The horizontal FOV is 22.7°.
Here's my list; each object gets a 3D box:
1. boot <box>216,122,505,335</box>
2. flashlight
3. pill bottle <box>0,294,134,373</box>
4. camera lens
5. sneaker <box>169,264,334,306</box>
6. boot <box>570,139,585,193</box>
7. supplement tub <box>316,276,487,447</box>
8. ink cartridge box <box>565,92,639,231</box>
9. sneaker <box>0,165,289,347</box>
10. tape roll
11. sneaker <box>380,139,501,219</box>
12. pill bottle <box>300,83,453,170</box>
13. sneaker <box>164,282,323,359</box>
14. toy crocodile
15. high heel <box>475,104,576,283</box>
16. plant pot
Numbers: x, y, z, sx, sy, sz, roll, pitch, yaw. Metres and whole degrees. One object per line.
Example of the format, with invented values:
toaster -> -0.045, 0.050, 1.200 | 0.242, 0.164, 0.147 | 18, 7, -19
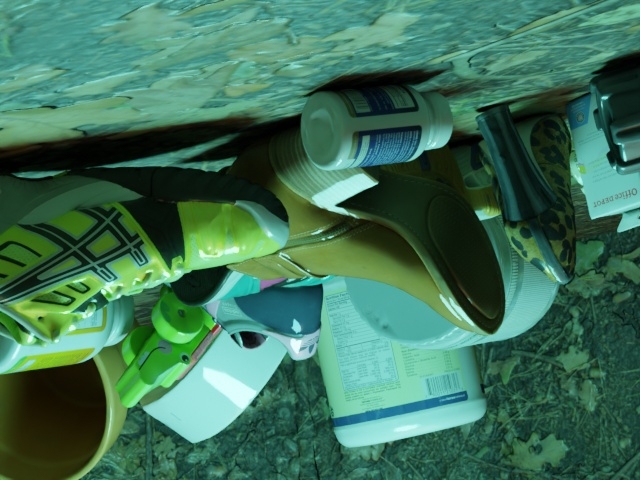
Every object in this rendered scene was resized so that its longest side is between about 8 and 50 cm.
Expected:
boot -> 0.021, 0.012, 1.509 | 0.220, 0.109, 0.283 | -25, 125, 39
flashlight -> 0.411, -0.148, 1.498 | 0.304, 0.103, 0.103 | -16, -142, 4
pill bottle -> -0.346, 0.092, 2.003 | 0.136, 0.136, 0.245 | -15, 173, 29
camera lens -> 0.180, 0.031, 2.114 | 0.219, 0.219, 0.274 | -15, 173, 29
sneaker -> -0.020, -0.019, 1.704 | 0.178, 0.124, 0.295 | -16, 171, -41
boot -> 0.374, -0.106, 1.842 | 0.203, 0.095, 0.262 | -14, 177, 31
supplement tub -> 0.105, 0.130, 2.394 | 0.235, 0.325, 0.235 | -12, 174, -1
ink cartridge box -> 0.326, -0.087, 1.639 | 0.090, 0.143, 0.092 | -9, 174, -29
sneaker -> -0.211, 0.017, 1.362 | 0.384, 0.147, 0.145 | -3, 172, -19
tape roll -> -0.146, 0.149, 2.332 | 0.100, 0.286, 0.286 | 37, 154, -17
sneaker -> 0.100, -0.046, 1.730 | 0.131, 0.112, 0.296 | -15, 173, 26
pill bottle -> 0.049, -0.097, 1.340 | 0.120, 0.067, 0.067 | -8, 173, -33
sneaker -> -0.120, 0.067, 1.945 | 0.112, 0.131, 0.319 | -17, -161, -37
toy crocodile -> -0.169, 0.101, 2.097 | 0.115, 0.105, 0.340 | -48, -173, 37
high heel -> 0.235, -0.039, 1.678 | 0.093, 0.186, 0.261 | -24, 171, 18
plant pot -> -0.381, 0.184, 2.283 | 0.291, 0.291, 0.203 | -15, -170, 24
